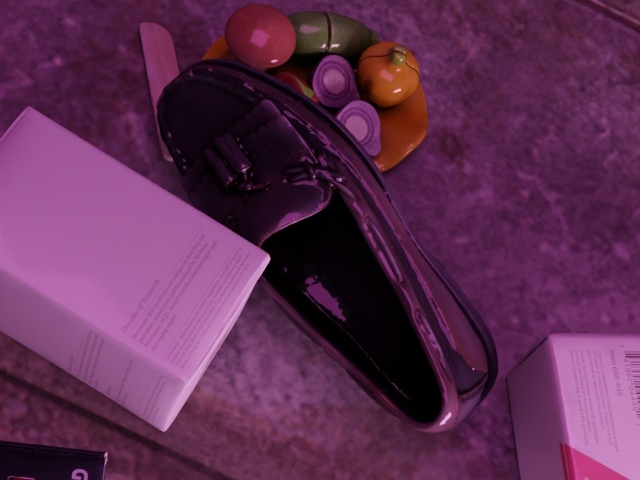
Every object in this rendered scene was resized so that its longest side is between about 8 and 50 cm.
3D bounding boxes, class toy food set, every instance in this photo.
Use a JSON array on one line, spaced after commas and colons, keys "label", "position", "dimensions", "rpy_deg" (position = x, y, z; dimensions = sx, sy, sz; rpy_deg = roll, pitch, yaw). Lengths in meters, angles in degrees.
[{"label": "toy food set", "position": [-0.018, -0.118, 0.911], "dimensions": [0.217, 0.071, 0.128], "rpy_deg": [2, 66, -14]}]

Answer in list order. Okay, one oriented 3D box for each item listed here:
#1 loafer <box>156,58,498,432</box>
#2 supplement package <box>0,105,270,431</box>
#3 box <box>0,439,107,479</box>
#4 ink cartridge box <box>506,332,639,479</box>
[{"label": "loafer", "position": [0.000, 0.000, 0.821], "dimensions": [0.302, 0.109, 0.095], "rpy_deg": [48, 19, 3]}, {"label": "supplement package", "position": [-0.141, 0.020, 0.795], "dimensions": [0.179, 0.105, 0.105], "rpy_deg": [32, 62, 0]}, {"label": "box", "position": [-0.209, 0.199, 0.671], "dimensions": [0.175, 0.051, 0.220], "rpy_deg": [8, 35, -11]}, {"label": "ink cartridge box", "position": [0.249, 0.149, 0.849], "dimensions": [0.217, 0.092, 0.159], "rpy_deg": [1, 66, -13]}]
